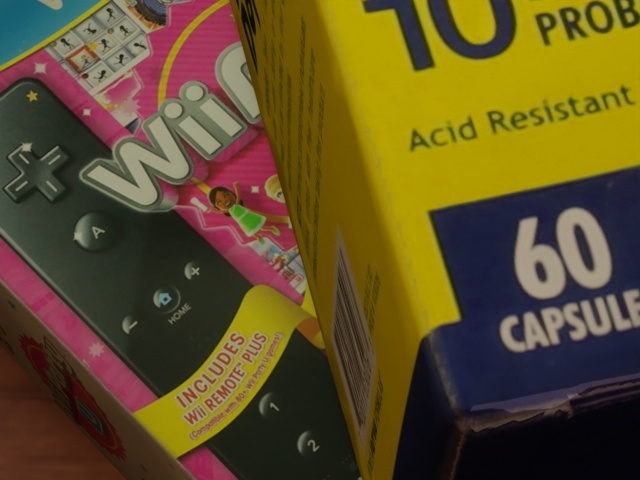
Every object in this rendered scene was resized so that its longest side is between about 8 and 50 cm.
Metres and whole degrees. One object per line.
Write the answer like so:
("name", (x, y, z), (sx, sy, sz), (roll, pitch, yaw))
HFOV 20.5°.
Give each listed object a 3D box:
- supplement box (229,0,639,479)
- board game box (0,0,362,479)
("supplement box", (0.075, -0.093, 0.564), (0.194, 0.195, 0.356), (-13, 66, -7))
("board game box", (0.000, 0.000, 0.679), (0.224, 0.097, 0.303), (-42, 72, -17))
